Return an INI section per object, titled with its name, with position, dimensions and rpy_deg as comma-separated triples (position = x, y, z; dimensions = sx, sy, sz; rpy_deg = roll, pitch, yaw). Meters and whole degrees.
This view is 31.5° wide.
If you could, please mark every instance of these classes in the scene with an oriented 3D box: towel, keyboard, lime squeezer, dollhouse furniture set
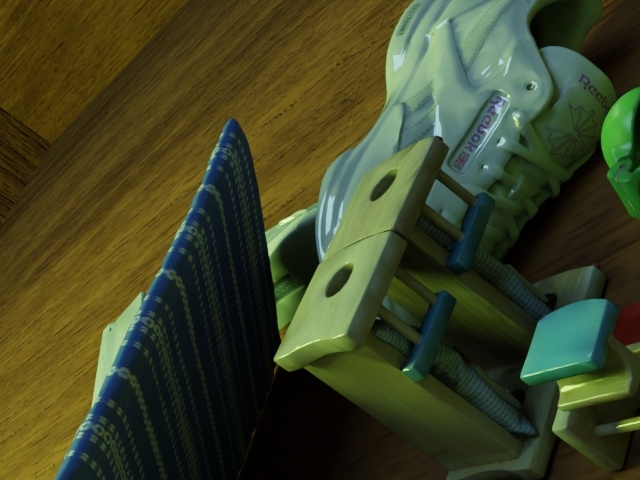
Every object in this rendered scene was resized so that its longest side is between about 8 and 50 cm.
[towel]
position = -0.095, 0.120, 0.711
dimensions = 0.243, 0.040, 0.336
rpy_deg = 85, -162, -45
[keyboard]
position = -0.217, 0.135, 1.225
dimensions = 0.072, 0.014, 0.256
rpy_deg = -43, 21, 12
[lime squeezer]
position = 0.197, -0.037, 0.556
dimensions = 0.110, 0.058, 0.310
rpy_deg = -10, 34, 14
[dollhouse furniture set]
position = 0.098, 0.021, 0.531
dimensions = 0.184, 0.129, 0.129
rpy_deg = -27, 32, 53

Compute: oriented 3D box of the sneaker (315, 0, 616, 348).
[sneaker]
position = 0.092, -0.049, 0.693
dimensions = 0.152, 0.114, 0.305
rpy_deg = -6, 55, 39

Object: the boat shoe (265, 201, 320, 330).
[boat shoe]
position = 0.000, 0.001, 0.861
dimensions = 0.227, 0.079, 0.081
rpy_deg = -30, 28, 46
